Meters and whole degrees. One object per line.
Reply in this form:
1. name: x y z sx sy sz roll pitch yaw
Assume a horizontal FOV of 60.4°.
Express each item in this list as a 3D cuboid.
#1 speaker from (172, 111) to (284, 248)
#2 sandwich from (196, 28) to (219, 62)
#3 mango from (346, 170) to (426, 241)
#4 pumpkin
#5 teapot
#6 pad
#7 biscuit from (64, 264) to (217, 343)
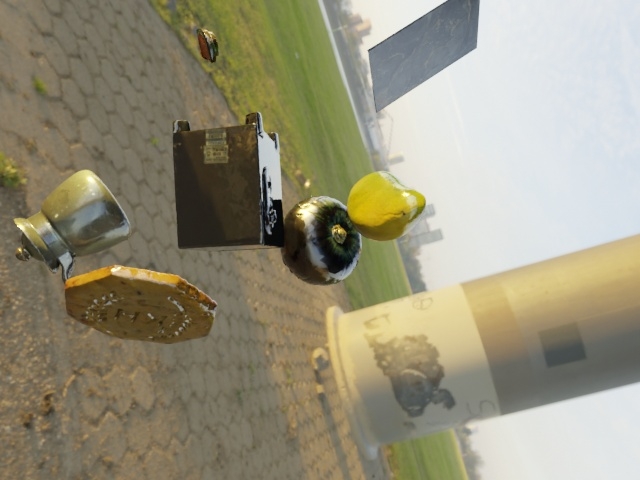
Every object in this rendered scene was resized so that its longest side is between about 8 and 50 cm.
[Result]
1. speaker: -0.175 -0.106 1.121 0.232 0.184 0.254 25 61 -84
2. sandwich: -0.267 -0.462 1.297 0.101 0.026 0.069 44 -38 49
3. mango: 0.108 -0.060 0.981 0.085 0.122 0.191 40 6 -26
4. pumpkin: 0.000 0.000 1.419 0.233 0.163 0.233 9 74 -35
5. teapot: -0.673 -0.001 1.505 0.305 0.285 0.223 61 -23 -16
6. pad: 0.293 -0.529 1.525 0.007 0.367 0.247 54 -6 29
7. biscuit: -0.419 0.166 1.292 0.359 0.359 0.046 63 24 -53
